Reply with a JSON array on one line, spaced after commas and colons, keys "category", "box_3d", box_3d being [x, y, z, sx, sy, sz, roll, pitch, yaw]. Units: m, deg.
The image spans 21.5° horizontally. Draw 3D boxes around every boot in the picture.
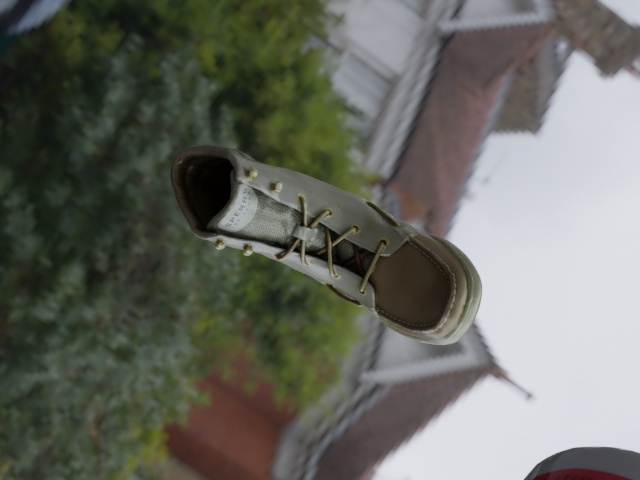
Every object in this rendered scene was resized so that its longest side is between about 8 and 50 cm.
[{"category": "boot", "box_3d": [0.000, 0.000, 1.188, 0.213, 0.165, 0.077, 35, -78, 49]}]

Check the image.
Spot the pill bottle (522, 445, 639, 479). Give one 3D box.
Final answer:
[{"category": "pill bottle", "box_3d": [0.105, 0.269, 0.839, 0.318, 0.176, 0.176, -48, -173, -35]}]
